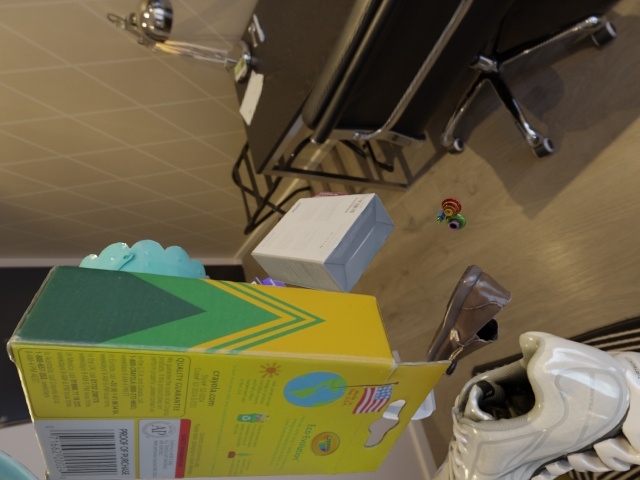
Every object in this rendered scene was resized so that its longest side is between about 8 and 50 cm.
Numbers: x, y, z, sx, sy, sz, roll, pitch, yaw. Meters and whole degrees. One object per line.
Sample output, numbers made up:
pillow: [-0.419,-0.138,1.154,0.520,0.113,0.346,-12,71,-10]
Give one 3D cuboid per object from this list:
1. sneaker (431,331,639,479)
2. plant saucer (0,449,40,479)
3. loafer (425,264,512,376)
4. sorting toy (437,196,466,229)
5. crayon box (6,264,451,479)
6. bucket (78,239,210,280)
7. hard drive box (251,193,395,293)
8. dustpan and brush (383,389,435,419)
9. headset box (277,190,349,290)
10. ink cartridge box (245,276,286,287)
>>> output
sneaker: [0.169,0.191,0.388,0.110,0.118,0.292,-76,10,-58]
plant saucer: [-0.250,0.234,0.141,0.044,0.317,0.317,111,143,-47]
loafer: [0.356,0.229,0.987,0.130,0.134,0.366,27,138,24]
sorting toy: [0.318,-0.057,0.994,0.061,0.042,0.102,2,132,36]
crayon box: [-0.071,0.137,0.373,0.081,0.318,0.202,-101,24,-52]
bucket: [-0.341,0.158,0.776,0.281,0.281,0.183,-60,34,35]
hard drive box: [0.000,0.000,0.808,0.232,0.089,0.181,5,48,50]
dustpan and brush: [0.127,0.331,0.848,0.211,0.060,0.147,-5,121,18]
headset box: [0.000,-0.015,1.254,0.110,0.293,0.218,9,118,26]
ink cartridge box: [-0.165,0.200,1.131,0.206,0.208,0.045,45,158,34]
